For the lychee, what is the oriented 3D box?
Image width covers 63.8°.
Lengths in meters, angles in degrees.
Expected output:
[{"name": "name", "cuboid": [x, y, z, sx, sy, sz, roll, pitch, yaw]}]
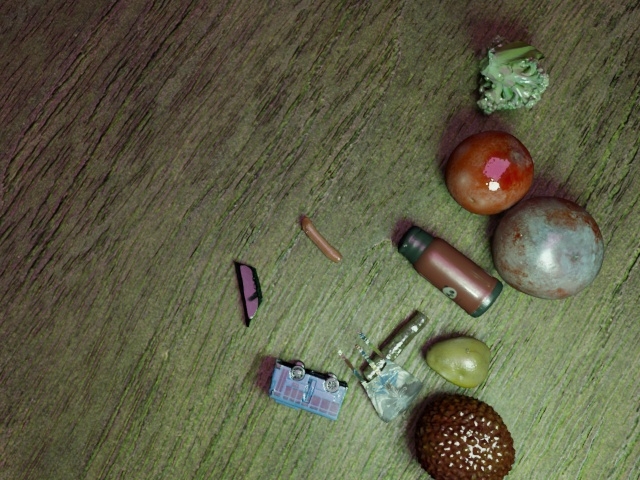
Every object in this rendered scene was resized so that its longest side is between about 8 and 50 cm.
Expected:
[{"name": "lychee", "cuboid": [0.413, 0.580, 1.486, 0.276, 0.304, 0.275, 13, 60, -24]}]

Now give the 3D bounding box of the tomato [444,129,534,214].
[{"name": "tomato", "cuboid": [0.530, -0.210, 1.599, 0.265, 0.265, 0.264, 0, 82, 0]}]

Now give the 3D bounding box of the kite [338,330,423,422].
[{"name": "kite", "cuboid": [0.175, 0.423, 1.576, 0.310, 0.015, 0.169, 45, 84, -16]}]

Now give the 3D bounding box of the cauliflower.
[{"name": "cauliflower", "cuboid": [0.581, -0.543, 1.637, 0.315, 0.239, 0.256, 2, 77, -43]}]

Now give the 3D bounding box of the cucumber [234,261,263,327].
[{"name": "cucumber", "cuboid": [-0.225, 0.166, 1.657, 0.071, 0.046, 0.220, -11, 82, -9]}]

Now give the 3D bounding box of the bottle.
[{"name": "bottle", "cuboid": [0.393, 0.086, 1.609, 0.336, 0.144, 0.144, 38, 84, 5]}]

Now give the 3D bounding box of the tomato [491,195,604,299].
[{"name": "tomato", "cuboid": [0.679, 0.022, 1.552, 0.317, 0.282, 0.316, -1, 97, -8]}]

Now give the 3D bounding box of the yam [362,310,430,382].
[{"name": "yam", "cuboid": [0.238, 0.333, 1.621, 0.061, 0.061, 0.274, 43, 84, 6]}]

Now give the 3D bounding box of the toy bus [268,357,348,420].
[{"name": "toy bus", "cuboid": [-0.044, 0.454, 1.578, 0.234, 0.116, 0.133, 19, 86, 1]}]

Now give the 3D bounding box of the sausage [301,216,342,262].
[{"name": "sausage", "cuboid": [0.000, 0.000, 1.677, 0.043, 0.043, 0.186, -41, 84, -5]}]

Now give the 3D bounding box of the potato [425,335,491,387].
[{"name": "potato", "cuboid": [0.422, 0.366, 1.581, 0.194, 0.157, 0.157, 8, 82, 15]}]
